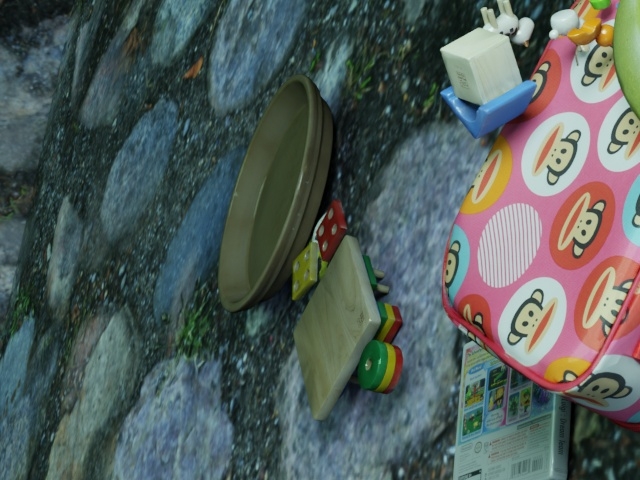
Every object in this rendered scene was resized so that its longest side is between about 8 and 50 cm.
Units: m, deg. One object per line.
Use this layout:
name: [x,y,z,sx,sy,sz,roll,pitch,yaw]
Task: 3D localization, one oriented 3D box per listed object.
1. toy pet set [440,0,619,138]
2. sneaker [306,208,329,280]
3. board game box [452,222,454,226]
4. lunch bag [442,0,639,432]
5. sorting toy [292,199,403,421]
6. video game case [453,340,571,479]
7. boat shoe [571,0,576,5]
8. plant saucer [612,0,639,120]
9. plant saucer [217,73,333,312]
toy pet set: [0.147,-0.121,1.185,0.122,0.114,0.065,31,147,59]
sneaker: [0.000,0.000,1.820,0.035,0.031,0.083,-122,51,-62]
board game box: [0.140,0.014,1.483,0.090,0.020,0.090,-36,43,58]
lunch bag: [0.216,-0.030,1.147,0.293,0.120,0.258,-62,26,6]
sorting toy: [0.027,0.082,1.680,0.132,0.046,0.274,-62,25,30]
video game case: [0.153,0.134,1.378,0.157,0.019,0.143,146,135,-60]
boat shoe: [0.213,-0.242,1.397,0.080,0.076,0.228,-48,34,49]
plant saucer: [0.284,-0.151,1.031,0.241,0.037,0.241,-15,55,22]
plant saucer: [-0.049,-0.049,1.933,0.278,0.041,0.277,-163,90,-74]
